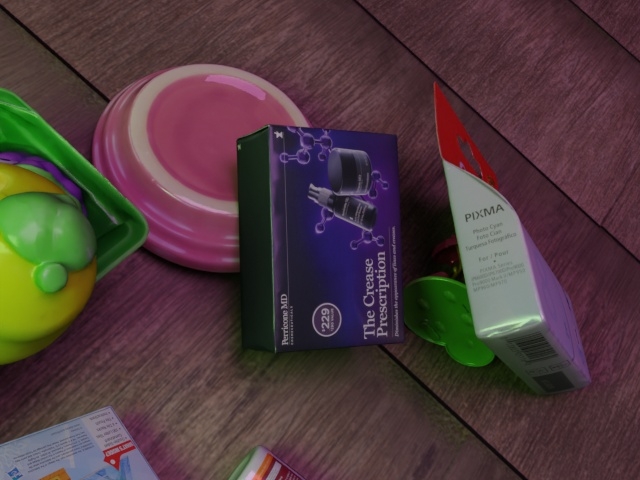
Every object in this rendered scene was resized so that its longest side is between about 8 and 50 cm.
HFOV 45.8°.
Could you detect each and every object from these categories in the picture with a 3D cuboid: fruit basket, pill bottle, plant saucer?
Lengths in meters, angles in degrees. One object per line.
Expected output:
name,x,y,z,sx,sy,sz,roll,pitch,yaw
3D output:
fruit basket,-0.342,0.014,0.701,0.283,0.392,0.392,43,54,1
pill bottle,-0.036,0.309,0.854,0.152,0.086,0.086,38,54,-1
plant saucer,-0.137,-0.119,1.026,0.332,0.084,0.332,10,56,-15

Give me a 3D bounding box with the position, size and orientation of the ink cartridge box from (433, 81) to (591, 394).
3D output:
ink cartridge box,0.272,-0.006,1.068,0.308,0.091,0.385,39,41,-53

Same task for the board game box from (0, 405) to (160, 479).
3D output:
board game box,-0.231,0.326,0.656,0.318,0.066,0.318,50,27,19

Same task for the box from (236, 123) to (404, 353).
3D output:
box,0.000,0.000,0.933,0.184,0.103,0.261,-1,87,-27

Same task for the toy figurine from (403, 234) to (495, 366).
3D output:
toy figurine,0.208,0.068,1.100,0.173,0.130,0.159,51,42,-20
